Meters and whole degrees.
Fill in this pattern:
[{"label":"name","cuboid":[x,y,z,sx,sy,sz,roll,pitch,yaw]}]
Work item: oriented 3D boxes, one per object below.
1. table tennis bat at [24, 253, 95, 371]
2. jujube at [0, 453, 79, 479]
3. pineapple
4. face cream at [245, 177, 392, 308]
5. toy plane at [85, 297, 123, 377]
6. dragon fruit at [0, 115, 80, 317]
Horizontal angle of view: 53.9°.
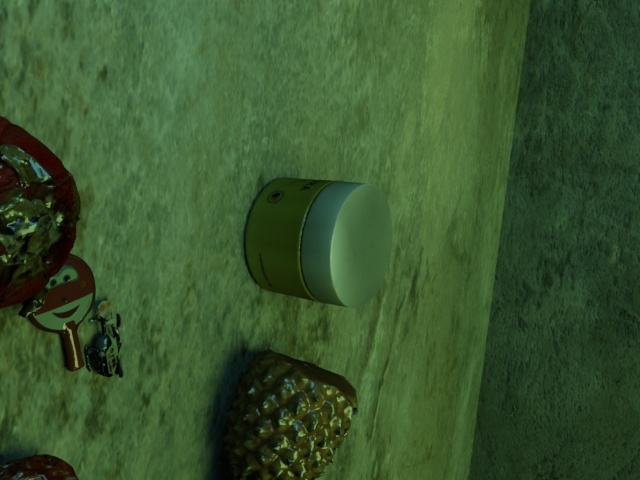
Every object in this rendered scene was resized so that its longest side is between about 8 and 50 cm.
[{"label":"table tennis bat","cuboid":[-0.323,0.091,0.797,0.098,0.019,0.154,-25,114,-52]},{"label":"jujube","cuboid":[-0.359,0.311,0.703,0.176,0.109,0.112,-10,100,-52]},{"label":"pineapple","cuboid":[-0.085,0.380,1.078,0.223,0.223,0.357,30,82,-56]},{"label":"face cream","cuboid":[0.000,0.000,1.125,0.218,0.179,0.218,-18,112,-55]},{"label":"toy plane","cuboid":[-0.288,0.138,0.847,0.049,0.031,0.120,-30,124,-57]},{"label":"dragon fruit","cuboid":[-0.324,-0.021,0.642,0.218,0.148,0.223,8,88,-55]}]
